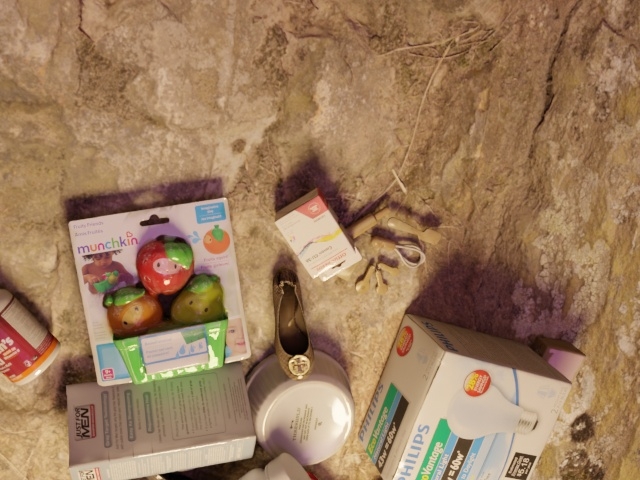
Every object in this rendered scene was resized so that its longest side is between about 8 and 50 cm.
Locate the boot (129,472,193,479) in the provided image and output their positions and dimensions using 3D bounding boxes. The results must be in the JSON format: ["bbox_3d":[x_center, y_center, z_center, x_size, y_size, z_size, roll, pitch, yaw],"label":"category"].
[{"bbox_3d":[-0.403,0.628,1.708,0.229,0.091,0.263,-39,111,5],"label":"boot"}]

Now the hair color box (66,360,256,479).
[{"bbox_3d":[-0.340,0.388,1.580,0.374,0.185,0.114,-5,142,-15],"label":"hair color box"}]

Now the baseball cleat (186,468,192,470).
[{"bbox_3d":[-0.342,0.472,1.678,0.205,0.072,0.110,12,105,-17],"label":"baseball cleat"}]

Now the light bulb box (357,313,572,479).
[{"bbox_3d":[0.336,0.409,1.774,0.361,0.225,0.358,16,101,-21],"label":"light bulb box"}]

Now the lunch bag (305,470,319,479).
[{"bbox_3d":[-0.052,0.716,1.785,0.258,0.120,0.293,-39,125,-2],"label":"lunch bag"}]

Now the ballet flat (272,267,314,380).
[{"bbox_3d":[-0.062,0.182,1.627,0.084,0.058,0.250,-5,80,-10],"label":"ballet flat"}]

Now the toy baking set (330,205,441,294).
[{"bbox_3d":[0.143,0.018,1.712,0.256,0.030,0.197,-37,118,3],"label":"toy baking set"}]

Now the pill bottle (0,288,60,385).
[{"bbox_3d":[-0.637,0.175,1.478,0.121,0.121,0.221,-39,112,-3],"label":"pill bottle"}]

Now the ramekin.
[{"bbox_3d":[-0.042,0.393,1.712,0.272,0.127,0.273,-5,107,-15],"label":"ramekin"}]

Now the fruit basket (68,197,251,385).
[{"bbox_3d":[-0.324,0.109,1.530,0.326,0.165,0.353,-9,105,-14],"label":"fruit basket"}]

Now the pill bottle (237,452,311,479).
[{"bbox_3d":[-0.152,0.601,1.612,0.283,0.160,0.160,-39,112,4],"label":"pill bottle"}]

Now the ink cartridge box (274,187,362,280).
[{"bbox_3d":[0.000,0.000,1.624,0.115,0.067,0.198,-31,109,10],"label":"ink cartridge box"}]

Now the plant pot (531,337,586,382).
[{"bbox_3d":[0.591,0.306,1.889,0.096,0.109,0.109,23,98,-8],"label":"plant pot"}]
